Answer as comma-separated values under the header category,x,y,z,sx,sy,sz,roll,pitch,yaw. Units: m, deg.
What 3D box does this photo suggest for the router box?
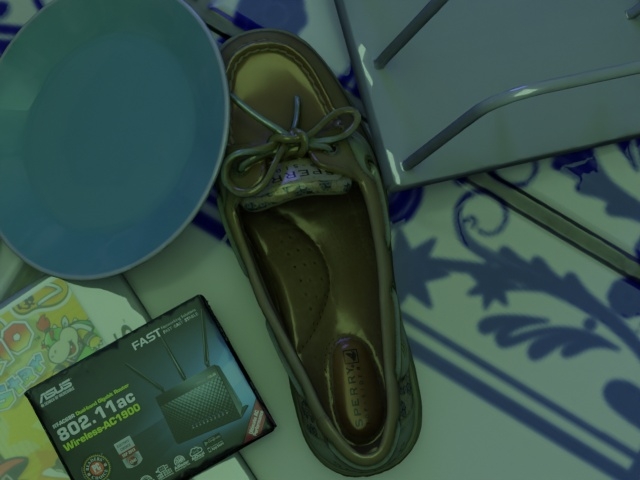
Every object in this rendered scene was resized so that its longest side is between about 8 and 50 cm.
category,x,y,z,sx,sy,sz,roll,pitch,yaw
router box,-0.100,0.101,1.000,0.122,0.038,0.092,-30,82,-4

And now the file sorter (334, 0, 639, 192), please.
category,x,y,z,sx,sy,sz,roll,pitch,yaw
file sorter,0.115,-0.198,0.976,0.193,0.173,0.278,-13,81,-17

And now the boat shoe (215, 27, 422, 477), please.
category,x,y,z,sx,sy,sz,roll,pitch,yaw
boat shoe,0.000,0.000,1.011,0.104,0.089,0.285,-19,82,-1

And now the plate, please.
category,x,y,z,sx,sy,sz,roll,pitch,yaw
plate,-0.131,-0.067,1.029,0.188,0.024,0.188,-6,78,28

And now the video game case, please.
category,x,y,z,sx,sy,sz,roll,pitch,yaw
video game case,-0.174,0.147,1.026,0.227,0.026,0.206,-34,83,-4
